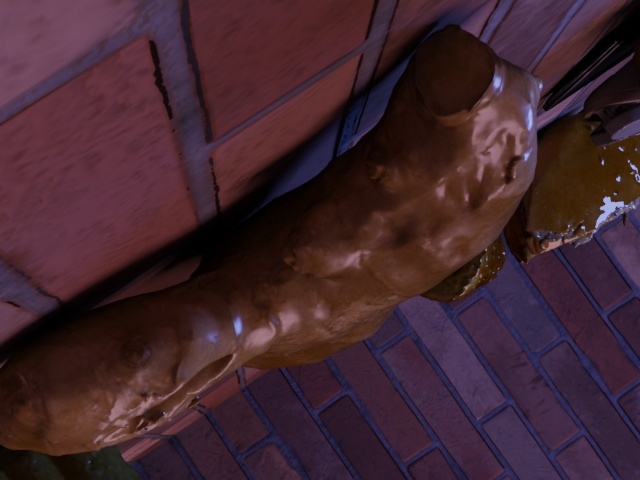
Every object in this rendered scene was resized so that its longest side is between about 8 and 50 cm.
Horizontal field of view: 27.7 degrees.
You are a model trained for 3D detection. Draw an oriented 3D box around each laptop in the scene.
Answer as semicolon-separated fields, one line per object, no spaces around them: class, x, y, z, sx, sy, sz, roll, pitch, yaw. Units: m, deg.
laptop;0.294;-0.189;1.258;0.129;0.016;0.180;-33;173;-19

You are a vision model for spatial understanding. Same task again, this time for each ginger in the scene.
ginger;0.012;0.014;0.817;0.348;0.122;0.363;-28;167;19

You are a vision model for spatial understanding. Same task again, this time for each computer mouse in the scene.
computer mouse;0.374;-0.183;1.336;0.236;0.082;0.145;-42;178;-5

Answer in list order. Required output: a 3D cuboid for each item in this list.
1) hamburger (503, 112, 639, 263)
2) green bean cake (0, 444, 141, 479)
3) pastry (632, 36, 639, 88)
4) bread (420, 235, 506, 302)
hamburger;0.334;-0.083;1.678;0.283;0.156;0.144;-29;-169;-38
green bean cake;-0.282;0.263;1.153;0.233;0.124;0.236;-30;173;-30
pastry;0.377;-0.195;1.132;0.235;0.132;0.240;-32;163;16
bread;0.122;0.003;1.349;0.103;0.132;0.172;-59;168;7
